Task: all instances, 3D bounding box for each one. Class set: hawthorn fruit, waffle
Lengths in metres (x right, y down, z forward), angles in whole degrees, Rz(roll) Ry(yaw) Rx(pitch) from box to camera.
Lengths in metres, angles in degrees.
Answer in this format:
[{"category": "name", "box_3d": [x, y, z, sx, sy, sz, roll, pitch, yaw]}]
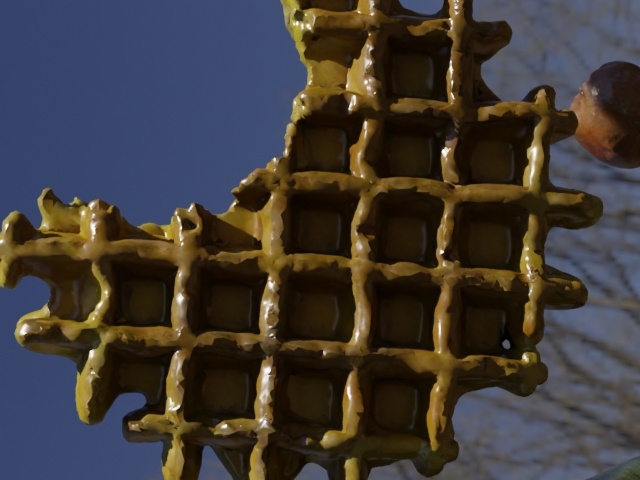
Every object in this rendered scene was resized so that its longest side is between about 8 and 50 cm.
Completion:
[{"category": "hawthorn fruit", "box_3d": [0.210, -0.070, 1.133, 0.067, 0.103, 0.067, -51, -5, -6]}, {"category": "waffle", "box_3d": [0.000, 0.000, 0.876, 0.293, 0.260, 0.069, -46, -2, -8]}]

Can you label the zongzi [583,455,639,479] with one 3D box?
[{"category": "zongzi", "box_3d": [0.190, 0.320, 0.911, 0.319, 0.362, 0.383, -13, -68, -41]}]
